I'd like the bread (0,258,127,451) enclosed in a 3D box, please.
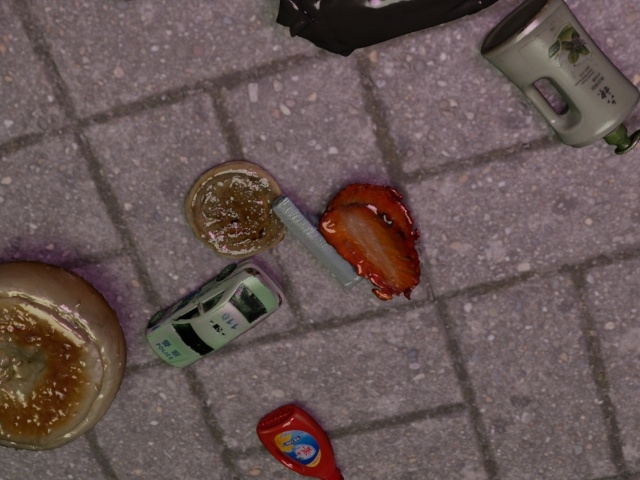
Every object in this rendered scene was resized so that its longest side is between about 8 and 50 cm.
[{"bbox_3d":[-0.426,0.160,1.502,0.306,0.158,0.305,0,119,-1],"label":"bread"}]

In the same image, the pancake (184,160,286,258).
[{"bbox_3d":[-0.115,-0.040,1.453,0.152,0.025,0.151,-2,116,-3],"label":"pancake"}]

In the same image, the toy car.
[{"bbox_3d":[-0.159,0.116,1.511,0.224,0.076,0.090,-33,113,18],"label":"toy car"}]

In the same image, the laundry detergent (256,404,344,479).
[{"bbox_3d":[-0.024,0.335,1.634,0.097,0.049,0.165,-27,114,24],"label":"laundry detergent"}]

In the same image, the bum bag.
[{"bbox_3d":[0.106,-0.307,1.262,0.327,0.079,0.142,-14,152,8],"label":"bum bag"}]

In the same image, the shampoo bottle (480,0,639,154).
[{"bbox_3d":[0.322,-0.196,1.313,0.118,0.087,0.234,-41,109,18],"label":"shampoo bottle"}]

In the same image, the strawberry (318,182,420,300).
[{"bbox_3d":[0.078,-0.005,1.441,0.121,0.082,0.188,-9,128,30],"label":"strawberry"}]

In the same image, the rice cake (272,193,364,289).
[{"bbox_3d":[0.000,0.000,1.455,0.042,0.030,0.180,-39,117,10],"label":"rice cake"}]
